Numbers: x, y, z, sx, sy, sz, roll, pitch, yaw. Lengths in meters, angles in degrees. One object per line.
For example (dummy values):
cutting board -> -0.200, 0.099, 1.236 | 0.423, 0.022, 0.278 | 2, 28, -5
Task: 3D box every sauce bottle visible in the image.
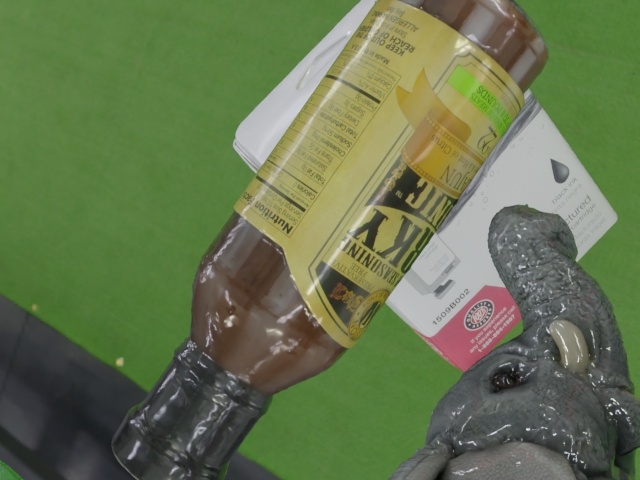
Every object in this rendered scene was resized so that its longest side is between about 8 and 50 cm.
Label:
sauce bottle -> 0.000, 0.000, 0.534 | 0.111, 0.111, 0.344 | 36, 93, 31

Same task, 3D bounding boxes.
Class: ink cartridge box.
ink cartridge box -> 0.096, -0.051, 0.769 | 0.207, 0.283, 0.117 | -46, 33, 1

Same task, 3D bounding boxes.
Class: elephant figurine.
elephant figurine -> 0.100, 0.120, 0.366 | 0.239, 0.186, 0.170 | 36, 135, 42

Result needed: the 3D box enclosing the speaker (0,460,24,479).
speaker -> -0.252, 0.228, 0.398 | 0.131, 0.296, 0.131 | 27, 135, 30
